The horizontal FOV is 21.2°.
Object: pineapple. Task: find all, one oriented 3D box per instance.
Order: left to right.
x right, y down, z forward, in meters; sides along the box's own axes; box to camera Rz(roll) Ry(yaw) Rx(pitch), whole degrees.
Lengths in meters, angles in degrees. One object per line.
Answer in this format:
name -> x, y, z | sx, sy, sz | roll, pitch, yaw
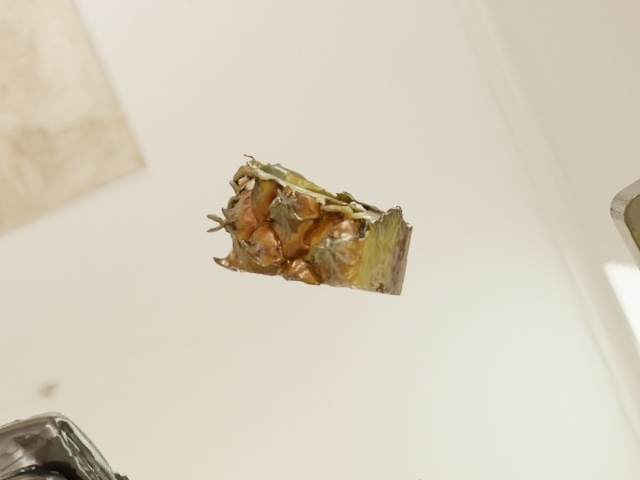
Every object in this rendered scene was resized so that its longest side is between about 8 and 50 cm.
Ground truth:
pineapple -> 0.000, 0.000, 1.593 | 0.236, 0.186, 0.114 | 25, -77, 55

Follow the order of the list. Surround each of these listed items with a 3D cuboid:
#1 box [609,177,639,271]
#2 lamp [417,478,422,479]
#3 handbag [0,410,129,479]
box -> 0.454, 0.002, 2.093 | 0.201, 0.144, 0.090 | 58, -4, -11
lamp -> 0.122, 0.427, 1.876 | 0.374, 0.205, 0.272 | 67, -16, -9
handbag -> -0.143, 0.243, 0.763 | 0.275, 0.244, 0.088 | 59, -12, -5
